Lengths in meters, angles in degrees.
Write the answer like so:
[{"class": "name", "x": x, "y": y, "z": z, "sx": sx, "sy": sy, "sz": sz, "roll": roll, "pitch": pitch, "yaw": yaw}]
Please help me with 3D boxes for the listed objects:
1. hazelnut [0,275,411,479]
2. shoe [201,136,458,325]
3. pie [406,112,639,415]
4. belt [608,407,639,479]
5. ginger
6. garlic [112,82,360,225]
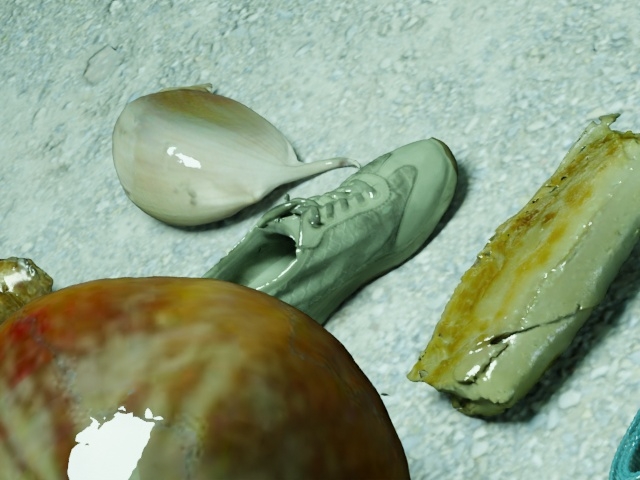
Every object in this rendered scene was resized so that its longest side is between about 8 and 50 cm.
[{"class": "hazelnut", "x": -0.129, "y": 0.214, "z": 1.308, "sx": 0.359, "sy": 0.359, "sz": 0.409, "roll": 16, "pitch": 69, "yaw": 45}, {"class": "shoe", "x": 0.000, "y": 0.000, "z": 1.658, "sx": 0.275, "sy": 0.098, "sz": 0.103, "roll": -43, "pitch": 42, "yaw": -10}, {"class": "pie", "x": 0.180, "y": 0.015, "z": 1.525, "sx": 0.282, "sy": 0.068, "sz": 0.128, "roll": -55, "pitch": 31, "yaw": -14}, {"class": "belt", "x": 0.270, "y": 0.117, "z": 1.364, "sx": 0.100, "sy": 0.065, "sz": 0.179, "roll": -8, "pitch": 46, "yaw": 44}, {"class": "ginger", "x": -0.336, "y": 0.067, "z": 1.857, "sx": 0.162, "sy": 0.073, "sz": 0.103, "roll": -1, "pitch": 40, "yaw": 30}, {"class": "garlic", "x": -0.099, "y": -0.072, "z": 1.822, "sx": 0.266, "sy": 0.128, "sz": 0.148, "roll": 31, "pitch": 84, "yaw": 39}]
